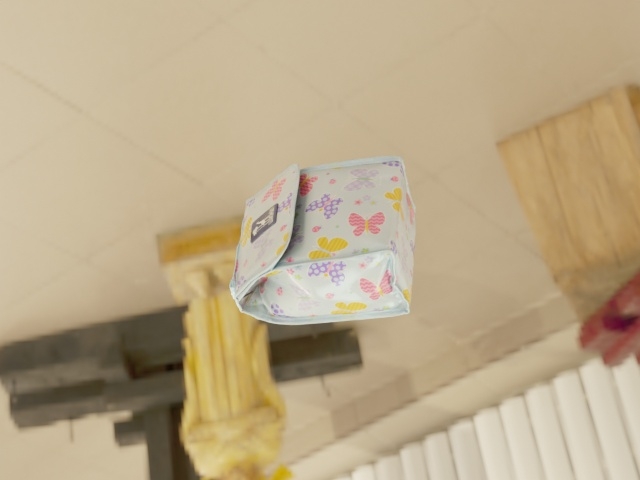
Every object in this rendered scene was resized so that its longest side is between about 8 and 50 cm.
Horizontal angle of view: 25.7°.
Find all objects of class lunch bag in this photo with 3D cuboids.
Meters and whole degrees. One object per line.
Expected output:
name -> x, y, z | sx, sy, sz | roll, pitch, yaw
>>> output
lunch bag -> 0.000, 0.000, 0.661 | 0.083, 0.071, 0.053 | -7, 132, 15
